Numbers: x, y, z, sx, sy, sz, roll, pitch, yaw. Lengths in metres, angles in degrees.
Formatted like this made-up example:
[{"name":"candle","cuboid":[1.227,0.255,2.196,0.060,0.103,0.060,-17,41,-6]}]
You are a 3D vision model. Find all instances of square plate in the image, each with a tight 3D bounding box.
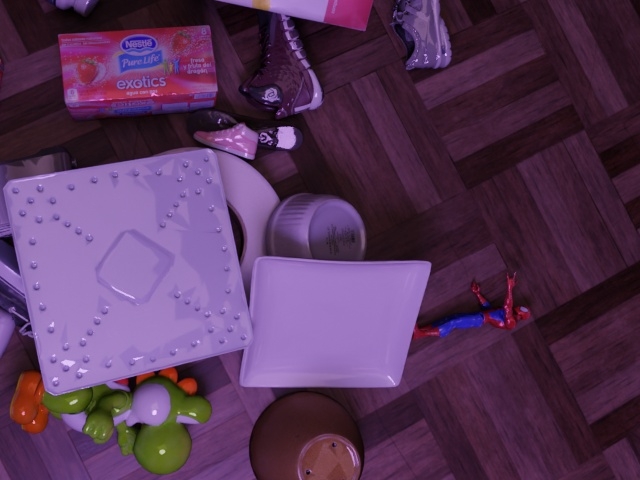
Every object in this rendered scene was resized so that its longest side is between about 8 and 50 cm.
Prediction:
[{"name":"square plate","cuboid":[0.021,0.163,1.672,0.347,0.049,0.344,2,125,-11]}]

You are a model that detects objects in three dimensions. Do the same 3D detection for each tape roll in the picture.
[{"name":"tape roll","cuboid":[-0.258,0.001,1.713,0.392,0.072,0.392,1,83,-10]}]

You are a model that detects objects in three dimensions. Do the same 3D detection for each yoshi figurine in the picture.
[{"name":"yoshi figurine","cuboid":[-0.393,0.355,1.583,0.362,0.203,0.203,6,116,-5]}]

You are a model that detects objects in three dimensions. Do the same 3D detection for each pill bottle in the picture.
[{"name":"pill bottle","cuboid":[-0.542,-0.535,1.706,0.169,0.094,0.094,31,79,-6]}]

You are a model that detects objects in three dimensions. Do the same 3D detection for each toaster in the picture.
[{"name":"toaster","cuboid":[-0.582,-0.090,1.631,0.227,0.129,0.146,-15,89,-12]}]

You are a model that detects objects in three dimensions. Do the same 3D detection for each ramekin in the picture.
[{"name":"ramekin","cuboid":[0.000,0.000,1.700,0.207,0.109,0.207,6,81,-41]}]

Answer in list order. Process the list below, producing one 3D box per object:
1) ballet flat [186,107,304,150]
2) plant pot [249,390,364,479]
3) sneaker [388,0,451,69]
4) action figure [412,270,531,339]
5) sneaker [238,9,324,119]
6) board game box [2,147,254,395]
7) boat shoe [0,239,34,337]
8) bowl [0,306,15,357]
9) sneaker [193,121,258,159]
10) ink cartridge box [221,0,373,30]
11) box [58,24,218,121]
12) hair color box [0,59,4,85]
[{"name":"ballet flat","cuboid":[-0.159,-0.235,1.772,0.250,0.058,0.084,5,110,-5]},{"name":"plant pot","cuboid":[-0.009,0.425,1.621,0.237,0.254,0.237,1,85,-11]},{"name":"sneaker","cuboid":[0.203,-0.514,1.845,0.115,0.105,0.281,-16,87,-13]},{"name":"action figure","cuboid":[0.325,0.136,1.800,0.280,0.091,0.139,-2,93,-11]},{"name":"sneaker","cuboid":[-0.118,-0.388,1.770,0.162,0.106,0.281,-26,90,-10]},{"name":"board game box","cuboid":[-0.350,0.050,1.544,0.390,0.050,0.390,-12,91,-20]},{"name":"boat shoe","cuboid":[-0.556,0.132,1.612,0.105,0.113,0.306,-41,115,11]},{"name":"bowl","cuboid":[-0.684,0.180,1.618,0.142,0.053,0.142,25,78,-8]},{"name":"sneaker","cuboid":[-0.192,-0.220,1.719,0.134,0.051,0.070,17,102,-8]},{"name":"ink cartridge box","cuboid":[-0.085,-0.585,1.696,0.385,0.279,0.160,8,125,-10]},{"name":"box","cuboid":[-0.367,-0.338,1.690,0.300,0.154,0.142,-7,84,-11]},{"name":"hair color box","cuboid":[-0.689,-0.298,1.676,0.072,0.043,0.141,6,82,-9]}]
